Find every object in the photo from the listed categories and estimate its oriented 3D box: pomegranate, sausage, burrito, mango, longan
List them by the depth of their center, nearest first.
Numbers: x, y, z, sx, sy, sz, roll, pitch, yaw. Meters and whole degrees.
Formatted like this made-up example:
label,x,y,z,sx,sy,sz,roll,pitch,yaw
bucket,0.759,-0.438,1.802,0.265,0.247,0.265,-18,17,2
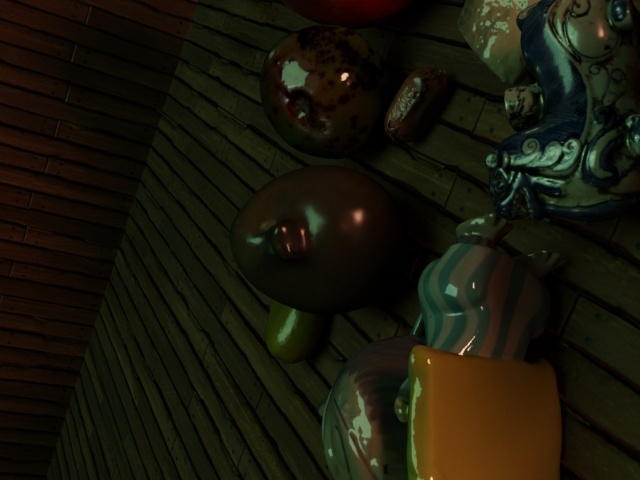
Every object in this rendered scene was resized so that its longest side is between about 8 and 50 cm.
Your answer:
label,x,y,z,sx,sy,sz,roll,pitch,yaw
burrito,0.291,-0.373,1.114,0.299,0.105,0.143,-65,34,17
longan,0.000,0.000,1.296,0.300,0.300,0.243,-14,88,59
sausage,0.155,-0.221,1.319,0.141,0.076,0.076,-62,31,30
pomegranate,0.024,-0.261,1.470,0.242,0.306,0.242,0,89,17
mango,-0.040,0.130,1.494,0.130,0.092,0.195,14,85,63

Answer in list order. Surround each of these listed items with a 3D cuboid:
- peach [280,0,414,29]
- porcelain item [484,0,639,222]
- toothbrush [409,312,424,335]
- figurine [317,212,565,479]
label,x,y,z,sx,sy,sz,roll,pitch,yaw
peach,0.032,-0.559,1.387,0.388,0.388,0.388,-34,49,51
porcelain item,0.285,-0.156,0.931,0.186,0.138,0.288,-8,73,28
toothbrush,0.120,0.185,1.247,0.375,0.028,0.037,-59,40,28
figurine,0.097,0.184,1.040,0.377,0.266,0.361,-13,53,50
